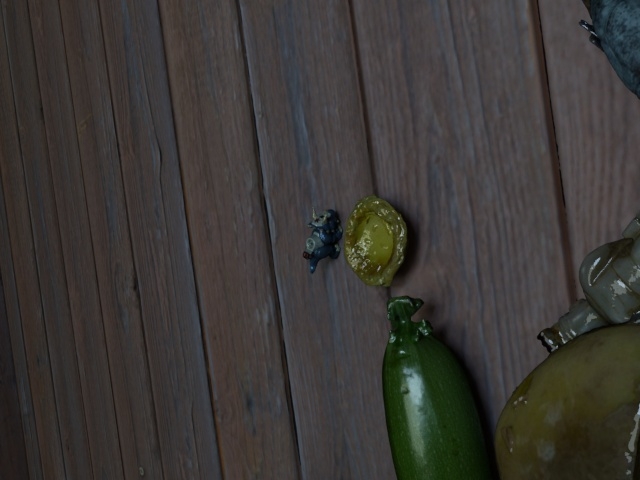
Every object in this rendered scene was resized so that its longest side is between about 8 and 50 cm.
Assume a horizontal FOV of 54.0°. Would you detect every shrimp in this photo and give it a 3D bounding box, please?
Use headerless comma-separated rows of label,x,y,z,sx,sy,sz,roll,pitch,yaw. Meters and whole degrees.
shrimp,0.237,-0.172,0.460,0.090,0.079,0.232,78,171,-67

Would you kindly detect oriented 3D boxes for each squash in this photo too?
squash,0.125,0.242,0.640,0.101,0.101,0.378,-16,82,50

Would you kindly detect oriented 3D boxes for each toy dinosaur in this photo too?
toy dinosaur,0.000,0.000,0.783,0.031,0.047,0.083,25,113,43

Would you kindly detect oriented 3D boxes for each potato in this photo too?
potato,0.197,0.176,0.502,0.138,0.098,0.243,10,114,42

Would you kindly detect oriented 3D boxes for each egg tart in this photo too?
egg tart,0.067,0.000,0.710,0.105,0.039,0.105,11,104,48

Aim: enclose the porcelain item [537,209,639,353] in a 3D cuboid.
porcelain item,0.252,0.026,0.485,0.084,0.054,0.213,56,138,27
